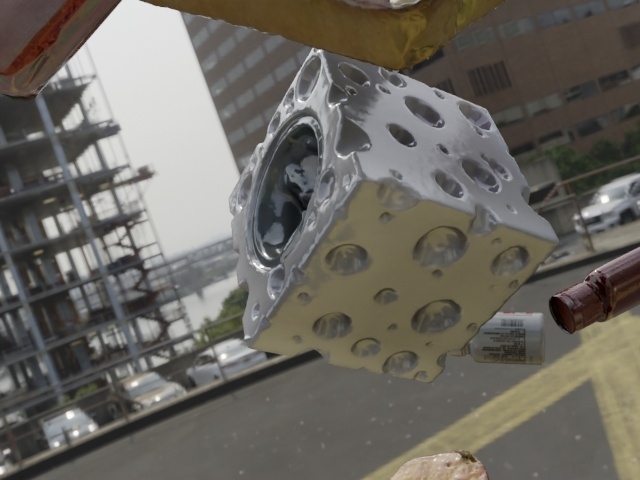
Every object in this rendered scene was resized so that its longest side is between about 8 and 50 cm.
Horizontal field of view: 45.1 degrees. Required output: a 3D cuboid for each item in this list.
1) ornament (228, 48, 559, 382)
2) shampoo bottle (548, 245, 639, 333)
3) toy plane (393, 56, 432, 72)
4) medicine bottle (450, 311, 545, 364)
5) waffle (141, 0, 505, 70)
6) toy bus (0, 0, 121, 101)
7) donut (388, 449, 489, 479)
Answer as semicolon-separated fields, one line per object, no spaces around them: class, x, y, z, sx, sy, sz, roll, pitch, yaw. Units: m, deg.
ornament;0.060;-0.025;0.842;0.239;0.240;0.239;15;-52;-25
shampoo bottle;0.448;0.052;1.093;0.260;0.064;0.102;-23;-37;-13
toy plane;0.163;-0.319;1.272;0.031;0.049;0.120;21;-55;-44
medicine bottle;0.269;0.148;1.172;0.140;0.079;0.079;-1;8;17
waffle;0.025;-0.264;0.663;0.348;0.077;0.304;25;52;34
toy bus;-0.325;-0.312;0.946;0.303;0.127;0.147;-48;10;0
donut;0.239;0.542;1.578;0.253;0.118;0.253;-21;28;12
